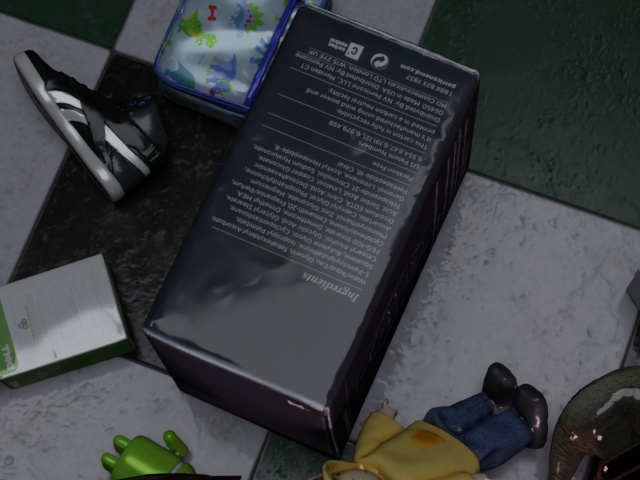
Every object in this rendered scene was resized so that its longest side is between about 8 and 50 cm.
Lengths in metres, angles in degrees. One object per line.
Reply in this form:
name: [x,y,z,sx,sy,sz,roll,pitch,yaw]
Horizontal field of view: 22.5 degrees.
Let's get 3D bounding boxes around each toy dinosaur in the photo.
toy dinosaur: [0.338,0.193,1.752,0.314,0.121,0.160,-20,113,13]

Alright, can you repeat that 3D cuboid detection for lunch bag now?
lunch bag: [-0.087,-0.250,1.945,0.176,0.090,0.219,23,76,6]

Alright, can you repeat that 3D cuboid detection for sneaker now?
sneaker: [-0.263,-0.161,1.934,0.121,0.079,0.217,-36,83,-12]

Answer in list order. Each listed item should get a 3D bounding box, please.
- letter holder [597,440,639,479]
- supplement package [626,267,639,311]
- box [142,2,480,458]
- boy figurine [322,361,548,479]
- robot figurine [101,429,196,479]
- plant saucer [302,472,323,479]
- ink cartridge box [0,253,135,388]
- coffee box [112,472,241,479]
letter holder: [0.435,0.229,1.626,0.302,0.214,0.152,-23,34,10]
supplement package: [0.454,0.046,1.824,0.179,0.105,0.105,-28,75,-6]
box: [0.000,0.000,1.757,0.212,0.293,0.395,22,75,9]
boy figurine: [0.104,0.230,1.737,0.285,0.092,0.177,-22,41,-28]
robot figurine: [-0.188,0.262,1.800,0.115,0.067,0.101,30,66,10]
plant saucer: [0.045,0.405,1.759,0.311,0.050,0.310,-1,74,2]
ink cartridge box: [-0.330,0.102,1.857,0.209,0.062,0.109,-18,73,-3]
coffee box: [-0.159,0.394,1.658,0.119,0.168,0.297,-3,85,18]
